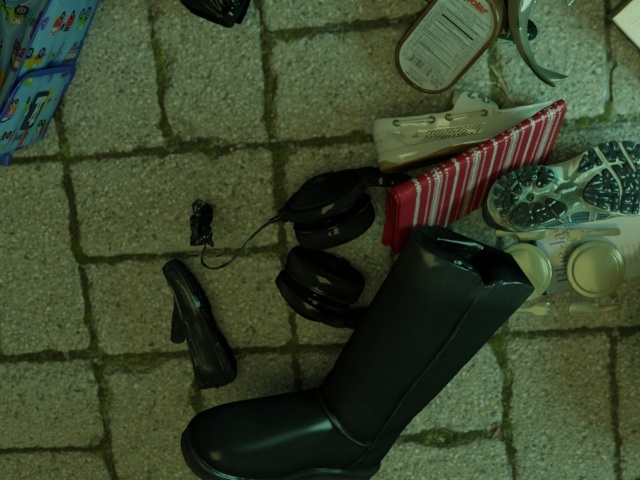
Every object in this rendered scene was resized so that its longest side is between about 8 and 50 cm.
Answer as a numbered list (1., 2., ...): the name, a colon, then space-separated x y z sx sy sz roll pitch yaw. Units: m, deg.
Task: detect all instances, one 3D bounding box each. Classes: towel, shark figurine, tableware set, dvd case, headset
1. towel: 0.208 -0.086 1.510 0.275 0.199 0.031 -29 70 -10
2. shark figurine: 0.300 -0.352 1.471 0.166 0.116 0.278 21 86 5
3. tableware set: 0.352 0.045 1.620 0.194 0.039 0.128 -1 93 2
4. dvd case: 0.438 -0.027 1.620 0.253 0.022 0.180 -12 104 10
5. headset: 0.000 0.000 1.647 0.394 0.185 0.243 3 109 -9

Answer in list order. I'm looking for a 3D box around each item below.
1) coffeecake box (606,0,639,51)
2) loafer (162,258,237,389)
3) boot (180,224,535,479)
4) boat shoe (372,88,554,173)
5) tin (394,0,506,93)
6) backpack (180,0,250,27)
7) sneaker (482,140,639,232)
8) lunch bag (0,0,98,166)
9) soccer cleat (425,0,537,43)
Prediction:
1. coffeecake box: 0.516 -0.294 1.512 0.185 0.068 0.142 45 106 -6
2. loafer: -0.204 0.136 1.717 0.078 0.076 0.223 -21 106 4
3. boot: 0.049 0.170 1.549 0.445 0.367 0.146 -53 49 30
4. boat shoe: 0.209 -0.174 1.561 0.277 0.098 0.096 -14 85 -5
5. tin: 0.181 -0.286 1.537 0.106 0.040 0.189 37 130 -5
6. backpack: -0.132 -0.401 1.528 0.115 0.152 0.182 21 95 -8
7. sneaker: 0.362 -0.071 1.561 0.283 0.122 0.110 -7 81 -12
8. lunch bag: -0.438 -0.247 1.565 0.138 0.221 0.293 19 107 2
9. soccer cleat: 0.230 -0.337 1.534 0.179 0.060 0.072 27 136 0
